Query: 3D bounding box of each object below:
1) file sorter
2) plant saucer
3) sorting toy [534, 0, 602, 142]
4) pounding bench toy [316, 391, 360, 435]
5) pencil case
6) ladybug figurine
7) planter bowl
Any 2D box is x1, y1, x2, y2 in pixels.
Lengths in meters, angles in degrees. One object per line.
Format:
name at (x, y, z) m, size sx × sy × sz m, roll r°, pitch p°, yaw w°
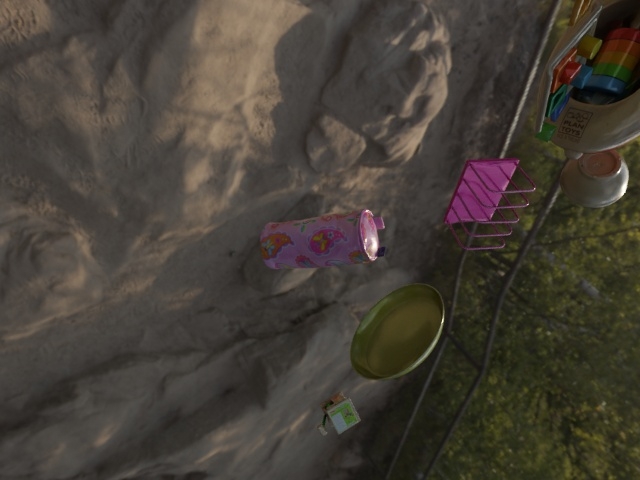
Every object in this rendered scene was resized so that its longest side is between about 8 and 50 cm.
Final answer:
file sorter at (0.612, -0.127, 1.712) m, size 0.202 × 0.182 × 0.290 m, roll -4°, pitch 136°, yaw -13°
plant saucer at (0.165, 0.196, 0.991) m, size 0.241 × 0.241 × 0.037 m, roll -44°, pitch 111°, yaw 6°
sorting toy at (0.492, -0.329, 0.921) m, size 0.196 × 0.047 × 0.347 m, roll -52°, pitch 151°, yaw -10°
pounding bench toy at (0.024, 0.351, 0.942) m, size 0.083 × 0.052 × 0.065 m, roll -27°, pitch -178°, yaw -16°
pencil case at (0.000, 0.000, 1.087) m, size 0.284 × 0.124 × 0.124 m, roll -8°, pitch 169°, yaw 28°
ladybug figurine at (0.699, -0.391, 1.106) m, size 0.162 × 0.305 × 0.449 m, roll 20°, pitch 102°, yaw -48°
planter bowl at (0.727, -0.181, 1.241) m, size 0.162 × 0.162 × 0.109 m, roll -41°, pitch 152°, yaw 1°
